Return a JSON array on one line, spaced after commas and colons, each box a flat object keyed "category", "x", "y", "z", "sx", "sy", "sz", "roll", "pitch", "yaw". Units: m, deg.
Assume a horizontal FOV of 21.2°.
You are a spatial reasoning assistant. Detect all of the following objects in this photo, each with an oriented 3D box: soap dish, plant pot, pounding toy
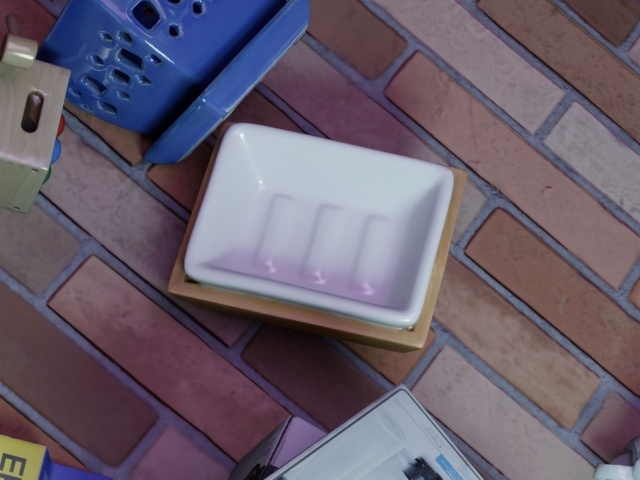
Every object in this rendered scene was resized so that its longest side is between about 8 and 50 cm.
[{"category": "soap dish", "x": 0.000, "y": 0.000, "z": 1.925, "sx": 0.291, "sy": 0.118, "sz": 0.229, "roll": 12, "pitch": 63, "yaw": 8}, {"category": "plant pot", "x": -0.160, "y": -0.237, "z": 1.943, "sx": 0.212, "sy": 0.236, "sz": 0.236, "roll": 44, "pitch": 61, "yaw": -6}, {"category": "pounding toy", "x": -0.316, "y": -0.155, "z": 1.861, "sx": 0.094, "sy": 0.206, "sz": 0.181, "roll": 15, "pitch": 64, "yaw": -14}]

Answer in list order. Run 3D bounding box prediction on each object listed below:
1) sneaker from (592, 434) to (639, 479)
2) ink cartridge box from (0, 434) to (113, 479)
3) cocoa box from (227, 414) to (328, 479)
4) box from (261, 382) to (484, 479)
[{"category": "sneaker", "x": 0.482, "y": 0.298, "z": 2.021, "sx": 0.366, "sy": 0.210, "sz": 0.137, "roll": 29, "pitch": 56, "yaw": -47}, {"category": "ink cartridge box", "x": -0.380, "y": 0.337, "z": 1.719, "sx": 0.307, "sy": 0.072, "sz": 0.303, "roll": 15, "pitch": 65, "yaw": -12}, {"category": "cocoa box", "x": 0.039, "y": 0.382, "z": 1.761, "sx": 0.347, "sy": 0.231, "sz": 0.228, "roll": 31, "pitch": 64, "yaw": -6}, {"category": "box", "x": 0.024, "y": 0.271, "z": 1.572, "sx": 0.169, "sy": 0.087, "sz": 0.290, "roll": 51, "pitch": 44, "yaw": 11}]
